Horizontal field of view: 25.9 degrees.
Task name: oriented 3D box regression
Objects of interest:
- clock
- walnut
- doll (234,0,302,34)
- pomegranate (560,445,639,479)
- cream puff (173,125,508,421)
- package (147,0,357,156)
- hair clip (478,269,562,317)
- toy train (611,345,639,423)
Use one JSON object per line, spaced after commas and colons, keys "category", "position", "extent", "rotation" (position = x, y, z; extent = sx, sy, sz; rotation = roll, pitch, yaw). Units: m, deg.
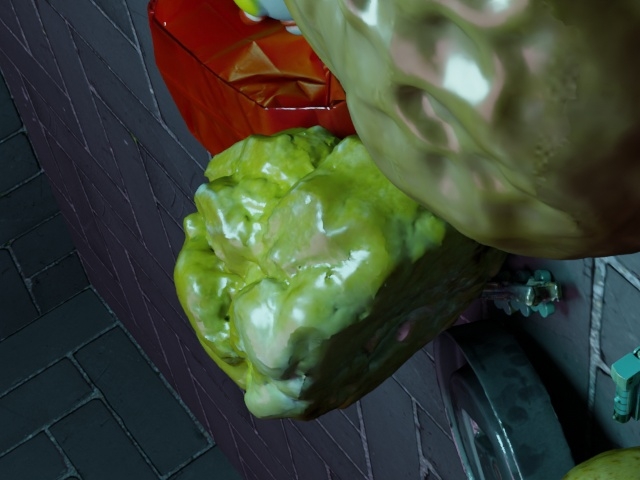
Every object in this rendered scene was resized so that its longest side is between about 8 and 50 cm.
{"category": "clock", "position": [0.200, 0.229, 1.460], "extent": [0.312, 0.061, 0.313], "rotation": [161, 90, -83]}
{"category": "walnut", "position": [0.125, -0.182, 0.639], "extent": [0.398, 0.307, 0.354], "rotation": [75, 168, -45]}
{"category": "doll", "position": [-0.073, -0.287, 1.365], "extent": [0.336, 0.105, 0.200], "rotation": [32, 147, 57]}
{"category": "pomegranate", "position": [0.275, 0.301, 1.186], "extent": [0.260, 0.260, 0.260], "rotation": [50, 162, 23]}
{"category": "cream puff", "position": [0.001, -0.001, 1.317], "extent": [0.257, 0.291, 0.324], "rotation": [45, 155, 20]}
{"category": "package", "position": [-0.060, -0.156, 1.542], "extent": [0.423, 0.123, 0.196], "rotation": [42, 160, 46]}
{"category": "hair clip", "position": [0.192, 0.052, 1.337], "extent": [0.049, 0.049, 0.173], "rotation": [60, 169, -7]}
{"category": "toy train", "position": [0.277, 0.130, 1.230], "extent": [0.029, 0.045, 0.092], "rotation": [48, 159, 36]}
